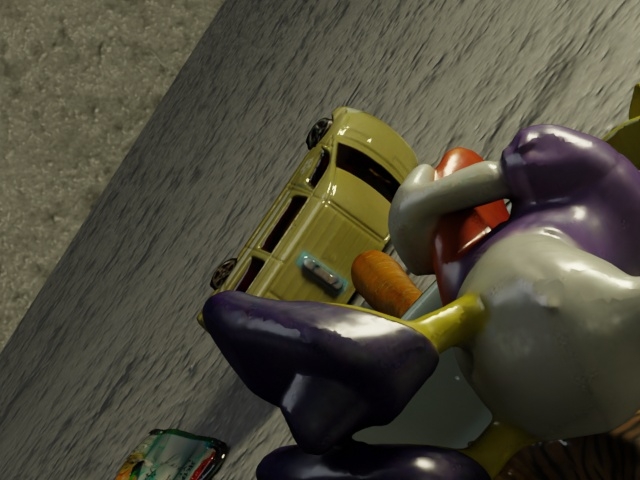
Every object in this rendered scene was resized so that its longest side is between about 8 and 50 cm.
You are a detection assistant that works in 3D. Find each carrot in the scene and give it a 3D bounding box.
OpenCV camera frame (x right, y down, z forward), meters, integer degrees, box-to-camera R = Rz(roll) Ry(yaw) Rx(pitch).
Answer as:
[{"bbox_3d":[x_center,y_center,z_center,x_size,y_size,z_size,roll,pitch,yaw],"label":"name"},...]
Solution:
[{"bbox_3d":[0.065,0.049,1.584,0.043,0.043,0.248,-52,16,3],"label":"carrot"}]

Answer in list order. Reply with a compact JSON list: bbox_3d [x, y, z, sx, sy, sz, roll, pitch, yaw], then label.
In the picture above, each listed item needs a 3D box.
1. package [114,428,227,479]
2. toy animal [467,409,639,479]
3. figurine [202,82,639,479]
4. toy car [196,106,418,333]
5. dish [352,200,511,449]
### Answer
[{"bbox_3d":[-0.174,0.248,1.864,0.166,0.040,0.232,-56,16,-13],"label":"package"},{"bbox_3d":[0.175,0.118,0.943,0.114,0.116,0.255,-59,16,-14],"label":"toy animal"},{"bbox_3d":[0.136,0.002,0.972,0.193,0.154,0.421,-6,27,48],"label":"figurine"},{"bbox_3d":[0.000,0.000,1.780,0.256,0.101,0.124,-56,19,-6],"label":"toy car"},{"bbox_3d":[0.132,0.072,1.186,0.243,0.182,0.080,-49,52,17],"label":"dish"}]
